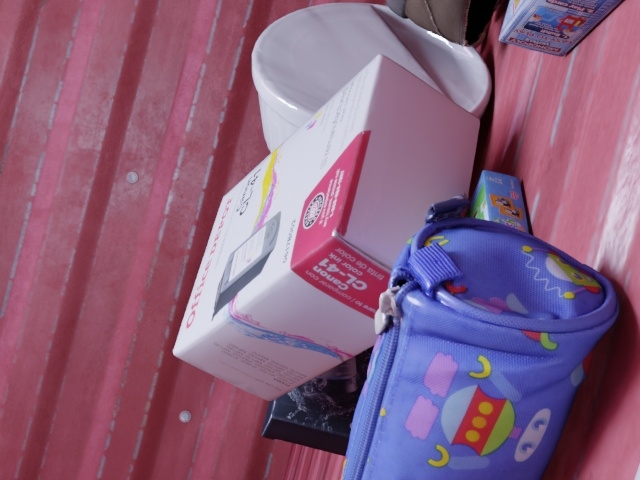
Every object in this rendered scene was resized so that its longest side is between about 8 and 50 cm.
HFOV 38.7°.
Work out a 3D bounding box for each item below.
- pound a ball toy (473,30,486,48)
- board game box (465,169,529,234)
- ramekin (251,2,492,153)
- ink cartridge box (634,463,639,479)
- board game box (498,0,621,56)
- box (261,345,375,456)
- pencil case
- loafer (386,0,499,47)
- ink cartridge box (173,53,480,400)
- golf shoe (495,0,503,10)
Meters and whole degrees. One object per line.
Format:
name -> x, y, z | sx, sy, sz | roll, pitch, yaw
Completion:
pound a ball toy -> 0.146, -0.225, 1.305 | 0.208, 0.136, 0.319 | -49, 8, 10
board game box -> 0.128, 0.061, 0.741 | 0.211, 0.039, 0.160 | -81, 6, -58
ramekin -> 0.054, -0.157, 1.067 | 0.272, 0.273, 0.127 | -78, -3, -46
ink cartridge box -> 0.152, 0.049, 0.212 | 0.385, 0.091, 0.308 | -25, -50, -71
board game box -> 0.196, -0.236, 0.680 | 0.194, 0.060, 0.194 | 112, 171, -67
box -> 0.028, 0.162, 1.055 | 0.093, 0.156, 0.158 | 111, 172, -62
pencil case -> 0.071, 0.133, 0.563 | 0.119, 0.133, 0.306 | -107, 28, -60
loafer -> 0.193, -0.335, 0.912 | 0.134, 0.130, 0.366 | -40, -10, -29
ink cartridge box -> 0.000, 0.000, 0.892 | 0.306, 0.131, 0.226 | -35, 32, 46
golf shoe -> 0.211, -0.342, 1.060 | 0.086, 0.067, 0.186 | -38, -27, -35
